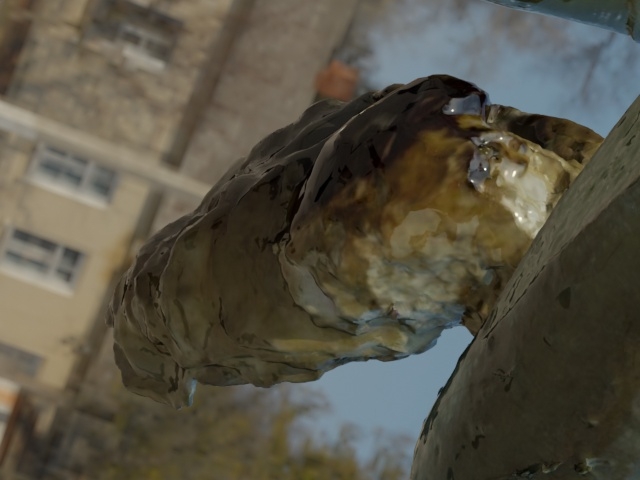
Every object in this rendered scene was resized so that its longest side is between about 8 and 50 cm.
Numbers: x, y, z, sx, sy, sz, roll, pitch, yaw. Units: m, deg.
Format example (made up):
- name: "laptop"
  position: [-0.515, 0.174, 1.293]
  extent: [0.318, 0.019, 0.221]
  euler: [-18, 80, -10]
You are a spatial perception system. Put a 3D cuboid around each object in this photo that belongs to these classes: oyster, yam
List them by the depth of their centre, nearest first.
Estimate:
- name: "yam"
  position: [0.075, 0.016, 0.410]
  extent: [0.068, 0.068, 0.169]
  euler: [-80, -169, -48]
- name: "oyster"
  position: [0.013, -0.009, 0.691]
  extent: [0.232, 0.107, 0.161]
  euler: [7, -129, 49]

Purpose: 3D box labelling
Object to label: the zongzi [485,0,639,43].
- name: "zongzi"
  position: [0.148, -0.188, 0.675]
  extent: [0.125, 0.274, 0.251]
  euler: [-134, -123, -75]
